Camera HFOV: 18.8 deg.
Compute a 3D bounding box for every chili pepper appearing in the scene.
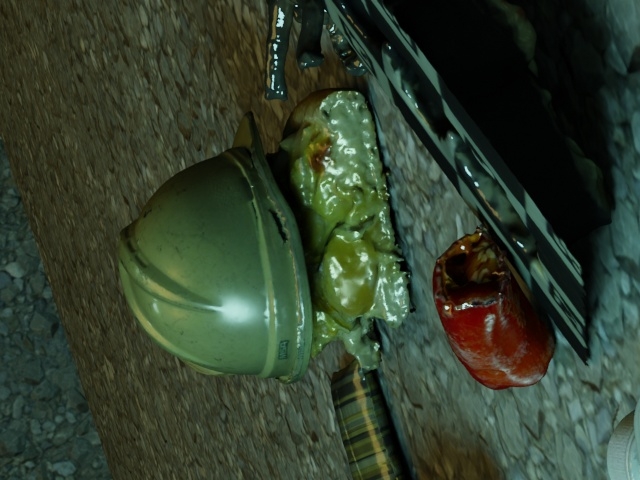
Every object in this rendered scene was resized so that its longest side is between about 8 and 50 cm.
[{"bbox_3d":[0.118,0.055,1.335,0.073,0.070,0.123,31,160,42],"label":"chili pepper"}]

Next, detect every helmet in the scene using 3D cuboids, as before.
[{"bbox_3d":[-0.105,0.015,1.660,0.257,0.137,0.204,-113,22,-47],"label":"helmet"}]

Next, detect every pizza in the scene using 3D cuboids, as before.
[{"bbox_3d":[0.000,0.000,1.699,0.323,0.089,0.223,115,140,-67],"label":"pizza"}]

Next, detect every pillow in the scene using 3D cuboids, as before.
[{"bbox_3d":[0.052,0.212,1.800,0.113,0.038,0.203,134,120,-72],"label":"pillow"}]

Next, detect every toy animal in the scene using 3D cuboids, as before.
[{"bbox_3d":[-0.011,-0.199,1.543,0.232,0.084,0.148,149,106,-77],"label":"toy animal"}]

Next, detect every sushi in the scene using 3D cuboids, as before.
[{"bbox_3d":[0.101,-0.121,1.234,0.373,0.100,0.296,55,178,18],"label":"sushi"}]

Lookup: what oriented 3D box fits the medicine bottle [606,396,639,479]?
[{"bbox_3d":[0.229,0.129,1.088,0.183,0.069,0.119,178,74,-75],"label":"medicine bottle"}]

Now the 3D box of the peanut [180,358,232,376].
[{"bbox_3d":[-0.126,0.086,2.141,0.159,0.109,0.141,117,135,-65],"label":"peanut"}]
